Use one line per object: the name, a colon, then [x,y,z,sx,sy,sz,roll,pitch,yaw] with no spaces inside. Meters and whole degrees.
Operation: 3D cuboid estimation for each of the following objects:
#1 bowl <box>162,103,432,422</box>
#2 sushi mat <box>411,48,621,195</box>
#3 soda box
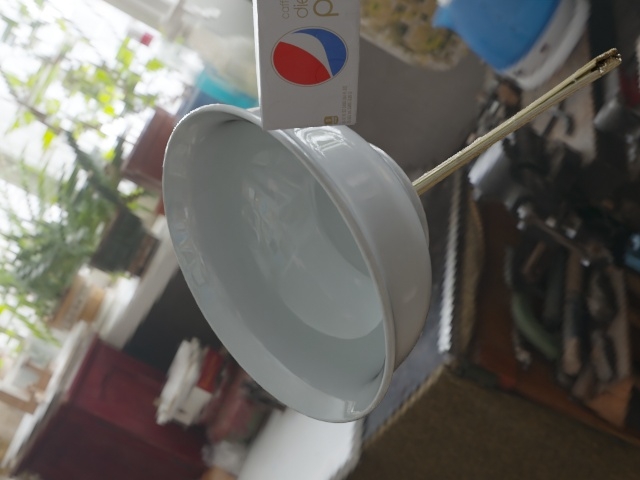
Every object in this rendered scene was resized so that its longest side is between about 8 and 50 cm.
bowl: [0.000,0.000,1.055,0.134,0.298,0.298,-29,-6,-33]
sushi mat: [0.155,-0.092,1.180,0.316,0.019,0.151,-34,-2,27]
soda box: [-0.010,-0.175,0.823,0.216,0.073,0.069,91,175,-50]
